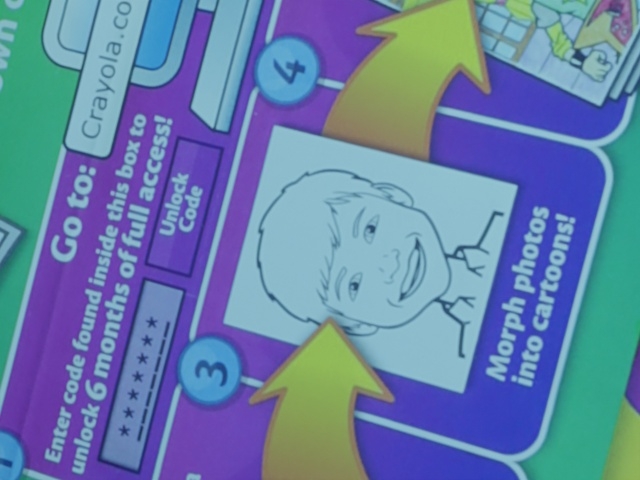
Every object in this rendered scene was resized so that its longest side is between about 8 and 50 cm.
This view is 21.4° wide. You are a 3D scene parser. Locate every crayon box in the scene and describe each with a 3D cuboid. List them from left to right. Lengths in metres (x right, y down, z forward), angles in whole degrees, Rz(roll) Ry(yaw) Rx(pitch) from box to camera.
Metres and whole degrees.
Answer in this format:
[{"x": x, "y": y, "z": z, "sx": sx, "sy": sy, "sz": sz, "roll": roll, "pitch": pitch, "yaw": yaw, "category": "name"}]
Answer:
[{"x": 0.000, "y": 0.000, "z": 0.513, "sx": 0.313, "sy": 0.106, "sz": 0.363, "roll": 15, "pitch": 92, "yaw": 19, "category": "crayon box"}]
